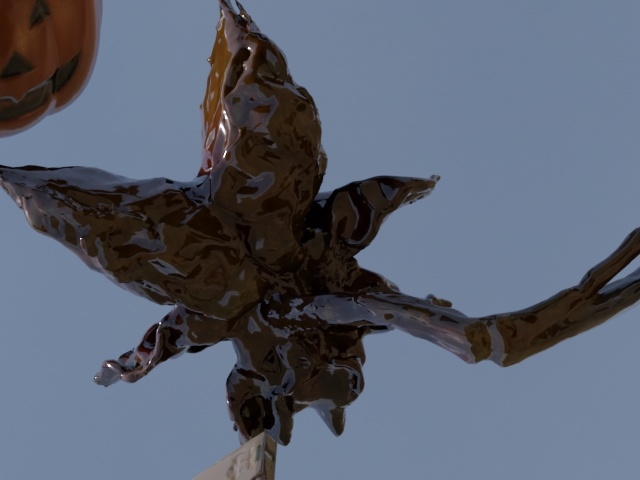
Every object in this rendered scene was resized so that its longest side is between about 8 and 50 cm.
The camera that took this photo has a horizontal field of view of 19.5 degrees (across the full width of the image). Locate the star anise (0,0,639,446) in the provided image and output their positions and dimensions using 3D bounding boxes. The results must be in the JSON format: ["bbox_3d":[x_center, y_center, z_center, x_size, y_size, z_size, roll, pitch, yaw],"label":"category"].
[{"bbox_3d":[0.005,0.000,0.944,0.148,0.346,0.237,1,-82,-77],"label":"star anise"}]

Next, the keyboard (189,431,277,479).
[{"bbox_3d":[-0.040,0.142,0.765,0.017,0.055,0.166,46,-158,-22],"label":"keyboard"}]

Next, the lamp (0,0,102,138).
[{"bbox_3d":[-0.232,-0.157,1.198,0.187,0.188,0.164,-41,-39,-44],"label":"lamp"}]
